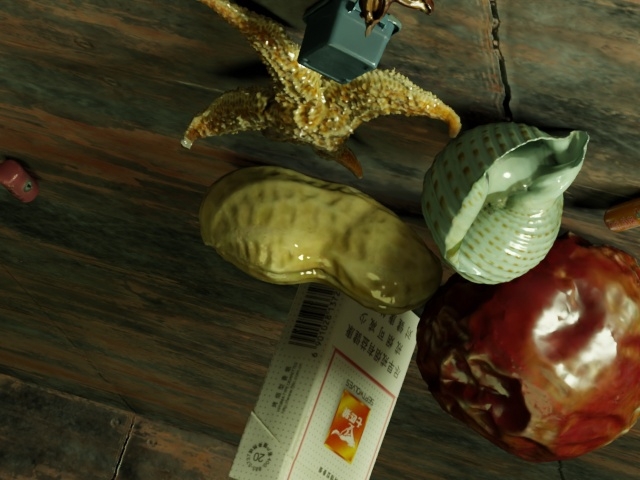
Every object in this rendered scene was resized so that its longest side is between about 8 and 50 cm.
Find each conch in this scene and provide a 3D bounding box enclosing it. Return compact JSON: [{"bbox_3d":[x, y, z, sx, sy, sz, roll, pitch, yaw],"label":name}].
[{"bbox_3d":[0.176,-0.053,1.815,0.172,0.200,0.131,19,-161,-38],"label":"conch"}]

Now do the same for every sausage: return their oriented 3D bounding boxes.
[{"bbox_3d":[0.330,-0.028,1.890,0.031,0.031,0.107,25,162,-18],"label":"sausage"}]

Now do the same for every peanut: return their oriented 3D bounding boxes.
[{"bbox_3d":[0.000,0.000,2.139,0.305,0.147,0.147,15,162,7],"label":"peanut"}]

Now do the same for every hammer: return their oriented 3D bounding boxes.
[{"bbox_3d":[-0.425,-0.083,2.519,0.043,0.043,0.083,13,161,19],"label":"hammer"}]

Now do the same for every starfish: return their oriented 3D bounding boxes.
[{"bbox_3d":[-0.040,-0.136,1.874,0.301,0.084,0.293,19,162,-13],"label":"starfish"}]

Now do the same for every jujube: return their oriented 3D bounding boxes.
[{"bbox_3d":[0.253,0.121,2.080,0.276,0.276,0.377,20,176,-3],"label":"jujube"}]

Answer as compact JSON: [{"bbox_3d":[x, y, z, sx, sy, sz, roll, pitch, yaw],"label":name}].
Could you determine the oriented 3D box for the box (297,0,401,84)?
[{"bbox_3d":[0.022,-0.189,1.692,0.074,0.054,0.099,27,162,-17],"label":"box"}]

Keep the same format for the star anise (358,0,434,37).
[{"bbox_3d":[0.023,-0.250,1.498,0.190,0.070,0.097,29,133,-24],"label":"star anise"}]

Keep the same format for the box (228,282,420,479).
[{"bbox_3d":[0.013,0.214,2.462,0.095,0.330,0.210,8,159,34],"label":"box"}]
